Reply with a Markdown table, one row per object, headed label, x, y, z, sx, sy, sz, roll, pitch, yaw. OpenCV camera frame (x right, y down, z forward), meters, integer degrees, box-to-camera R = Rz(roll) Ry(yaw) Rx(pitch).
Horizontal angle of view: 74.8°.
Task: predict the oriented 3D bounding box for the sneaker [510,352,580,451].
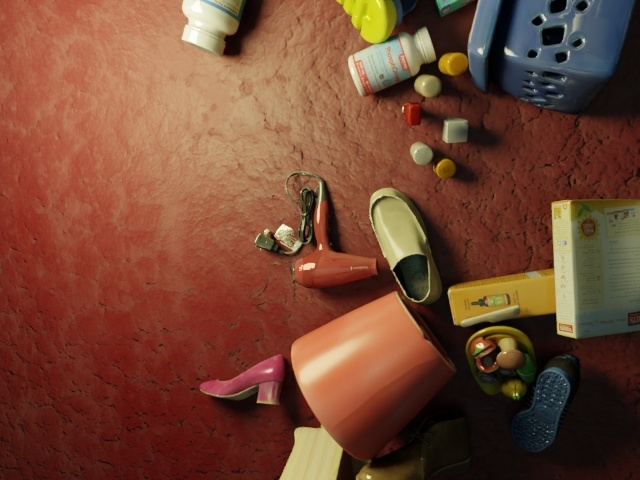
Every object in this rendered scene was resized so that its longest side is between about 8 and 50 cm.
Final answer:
| label | x | y | z | sx | sy | sz | roll | pitch | yaw |
| --- | --- | --- | --- | --- | --- | --- | --- | --- | --- |
| sneaker | 0.459 | 0.328 | 0.841 | 0.081 | 0.090 | 0.232 | 34 | 132 | 36 |

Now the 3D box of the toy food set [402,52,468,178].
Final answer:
| label | x | y | z | sx | sy | sz | roll | pitch | yaw |
| --- | --- | --- | --- | --- | --- | --- | --- | --- | --- |
| toy food set | 0.226 | -0.248 | 0.841 | 0.111 | 0.104 | 0.232 | -4 | 114 | 4 |

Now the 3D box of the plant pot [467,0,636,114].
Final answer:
| label | x | y | z | sx | sy | sz | roll | pitch | yaw |
| --- | --- | --- | --- | --- | --- | --- | --- | --- | --- |
| plant pot | 0.372 | -0.362 | 0.696 | 0.212 | 0.236 | 0.236 | 15 | 98 | 20 |

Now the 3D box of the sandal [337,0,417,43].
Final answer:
| label | x | y | z | sx | sy | sz | roll | pitch | yaw |
| --- | --- | --- | --- | --- | --- | --- | --- | --- | --- |
| sandal | 0.082 | -0.534 | 0.831 | 0.138 | 0.126 | 0.317 | -29 | 80 | -17 |

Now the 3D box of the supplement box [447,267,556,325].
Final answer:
| label | x | y | z | sx | sy | sz | roll | pitch | yaw |
| --- | --- | --- | --- | --- | --- | --- | --- | --- | --- |
| supplement box | 0.379 | 0.111 | 0.837 | 0.233 | 0.080 | 0.078 | -11 | 94 | 16 |

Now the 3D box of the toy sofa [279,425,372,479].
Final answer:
| label | x | y | z | sx | sy | sz | roll | pitch | yaw |
| --- | --- | --- | --- | --- | --- | --- | --- | --- | --- |
| toy sofa | 0.007 | 0.538 | 0.857 | 0.177 | 0.362 | 0.150 | -7 | 96 | 11 |

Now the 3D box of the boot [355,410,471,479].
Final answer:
| label | x | y | z | sx | sy | sz | roll | pitch | yaw |
| --- | --- | --- | --- | --- | --- | --- | --- | --- | --- |
| boot | 0.193 | 0.423 | 0.847 | 0.112 | 0.305 | 0.115 | 4 | 92 | 53 |

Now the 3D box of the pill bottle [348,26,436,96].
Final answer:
| label | x | y | z | sx | sy | sz | roll | pitch | yaw |
| --- | --- | --- | --- | --- | --- | --- | --- | --- | --- |
| pill bottle | 0.142 | -0.358 | 0.837 | 0.160 | 0.087 | 0.087 | -19 | 92 | 18 |

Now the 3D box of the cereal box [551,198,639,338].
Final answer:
| label | x | y | z | sx | sy | sz | roll | pitch | yaw |
| --- | --- | --- | --- | --- | --- | --- | --- | --- | --- |
| cereal box | 0.503 | 0.047 | 0.751 | 0.173 | 0.047 | 0.240 | -1 | 90 | -17 |

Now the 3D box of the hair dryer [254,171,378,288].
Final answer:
| label | x | y | z | sx | sy | sz | roll | pitch | yaw |
| --- | --- | --- | --- | --- | --- | --- | --- | --- | --- |
| hair dryer | 0.000 | 0.000 | 0.933 | 0.293 | 0.080 | 0.223 | 35 | 105 | 9 |

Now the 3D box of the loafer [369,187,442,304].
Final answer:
| label | x | y | z | sx | sy | sz | roll | pitch | yaw |
| --- | --- | --- | --- | --- | --- | --- | --- | --- | --- |
| loafer | 0.181 | 0.014 | 0.873 | 0.102 | 0.092 | 0.268 | -26 | 89 | 18 |

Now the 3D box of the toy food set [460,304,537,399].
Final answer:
| label | x | y | z | sx | sy | sz | roll | pitch | yaw |
| --- | --- | --- | --- | --- | --- | --- | --- | --- | --- |
| toy food set | 0.356 | 0.242 | 0.823 | 0.128 | 0.071 | 0.218 | -16 | 116 | 21 |

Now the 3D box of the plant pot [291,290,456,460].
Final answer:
| label | x | y | z | sx | sy | sz | roll | pitch | yaw |
| --- | --- | --- | --- | --- | --- | --- | --- | --- | --- |
| plant pot | 0.117 | 0.251 | 0.851 | 0.243 | 0.275 | 0.275 | -38 | 86 | 8 |

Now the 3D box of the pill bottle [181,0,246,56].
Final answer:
| label | x | y | z | sx | sy | sz | roll | pitch | yaw |
| --- | --- | --- | --- | --- | --- | --- | --- | --- | --- |
| pill bottle | -0.225 | -0.527 | 0.906 | 0.124 | 0.124 | 0.221 | 25 | 104 | 12 |

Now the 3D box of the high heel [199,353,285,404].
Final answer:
| label | x | y | z | sx | sy | sz | roll | pitch | yaw |
| --- | --- | --- | --- | --- | --- | --- | --- | --- | --- |
| high heel | -0.198 | 0.341 | 1.055 | 0.244 | 0.082 | 0.117 | -7 | 63 | 31 |

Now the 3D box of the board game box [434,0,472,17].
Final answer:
| label | x | y | z | sx | sy | sz | roll | pitch | yaw |
| --- | --- | --- | --- | --- | --- | --- | --- | --- | --- |
| board game box | 0.267 | -0.566 | 0.793 | 0.160 | 0.047 | 0.210 | -20 | 91 | 18 |
